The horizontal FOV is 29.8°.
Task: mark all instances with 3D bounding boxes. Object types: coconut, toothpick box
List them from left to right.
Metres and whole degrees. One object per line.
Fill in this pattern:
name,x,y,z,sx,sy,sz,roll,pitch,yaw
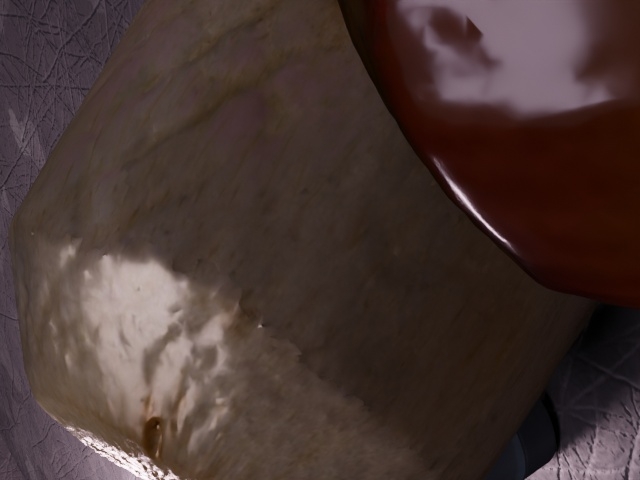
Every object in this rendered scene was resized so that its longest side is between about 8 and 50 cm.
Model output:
coconut,0.000,0.000,0.849,0.344,0.415,0.415,-17,95,65
toothpick box,0.102,0.176,0.983,0.101,0.153,0.101,46,151,35

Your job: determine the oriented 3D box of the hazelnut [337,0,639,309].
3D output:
hazelnut,0.174,-0.134,0.484,0.366,0.365,0.366,40,142,41
